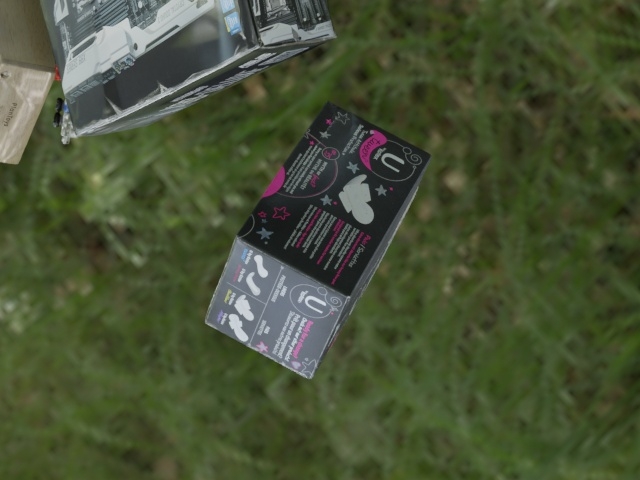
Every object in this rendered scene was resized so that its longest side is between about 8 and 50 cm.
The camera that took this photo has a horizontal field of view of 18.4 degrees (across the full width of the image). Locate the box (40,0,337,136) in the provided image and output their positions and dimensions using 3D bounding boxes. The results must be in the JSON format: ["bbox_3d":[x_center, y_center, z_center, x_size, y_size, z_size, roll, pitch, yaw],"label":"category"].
[{"bbox_3d":[-0.125,-0.254,1.426,0.242,0.076,0.307,-18,85,50],"label":"box"}]

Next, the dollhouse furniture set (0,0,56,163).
[{"bbox_3d":[-0.408,-0.168,1.572,0.174,0.355,0.303,-106,33,-42],"label":"dollhouse furniture set"}]

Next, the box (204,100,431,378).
[{"bbox_3d":[0.000,0.000,2.188,0.142,0.247,0.163,29,138,5],"label":"box"}]

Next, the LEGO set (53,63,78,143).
[{"bbox_3d":[-0.206,-0.206,1.748,0.244,0.182,0.060,51,178,0],"label":"LEGO set"}]
